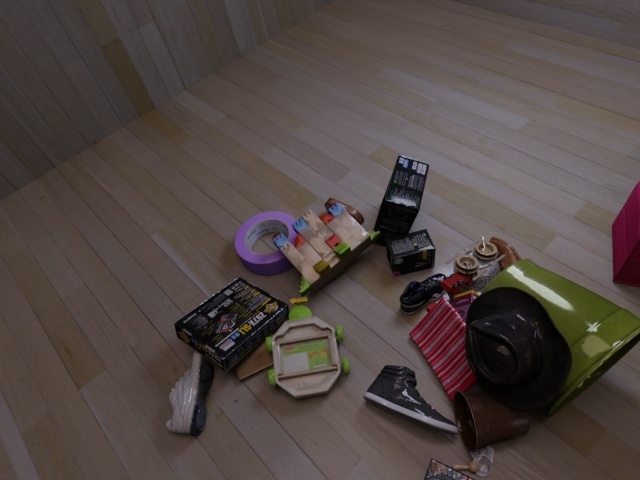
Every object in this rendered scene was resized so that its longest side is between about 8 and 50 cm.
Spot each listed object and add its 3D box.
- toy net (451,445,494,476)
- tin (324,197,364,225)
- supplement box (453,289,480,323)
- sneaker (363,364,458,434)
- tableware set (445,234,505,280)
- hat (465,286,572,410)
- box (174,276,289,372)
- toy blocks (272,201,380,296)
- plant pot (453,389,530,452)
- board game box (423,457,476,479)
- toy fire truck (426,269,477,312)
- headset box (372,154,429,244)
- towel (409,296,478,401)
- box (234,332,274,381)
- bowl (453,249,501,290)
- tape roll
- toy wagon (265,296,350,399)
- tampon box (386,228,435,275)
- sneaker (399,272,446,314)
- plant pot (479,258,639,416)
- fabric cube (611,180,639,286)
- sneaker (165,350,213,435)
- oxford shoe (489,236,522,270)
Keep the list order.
[{"bbox_3d":[0.414,0.664,1.242,0.232,0.045,0.122,-36,54,-17],"label":"toy net"},{"bbox_3d":[0.097,-0.116,1.885,0.190,0.106,0.040,28,62,30],"label":"tin"},{"bbox_3d":[0.499,0.275,1.482,0.081,0.104,0.188,-32,34,46],"label":"supplement box"},{"bbox_3d":[0.292,0.476,1.375,0.296,0.104,0.146,16,62,28],"label":"sneaker"},{"bbox_3d":[0.551,0.053,1.586,0.194,0.039,0.128,-30,46,-27],"label":"tableware set"},{"bbox_3d":[0.474,0.288,1.197,0.134,0.331,0.331,3,43,-32],"label":"hat"},{"bbox_3d":[-0.312,0.286,1.604,0.257,0.079,0.322,25,43,28],"label":"box"},{"bbox_3d":[0.000,0.000,1.717,0.381,0.190,0.261,-39,67,-9],"label":"toy blocks"},{"bbox_3d":[0.491,0.504,1.289,0.165,0.167,0.166,-8,51,-5],"label":"plant pot"},{"bbox_3d":[0.325,0.725,1.166,0.165,0.042,0.243,21,74,19],"label":"board game box"},{"bbox_3d":[0.463,0.181,1.576,0.192,0.135,0.047,-23,43,-25],"label":"toy fire truck"},{"bbox_3d":[0.308,-0.141,1.762,0.131,0.283,0.246,18,57,5],"label":"headset box"},{"bbox_3d":[0.406,0.343,1.424,0.031,0.198,0.274,9,38,-38],"label":"towel"},{"bbox_3d":[-0.243,0.383,1.611,0.165,0.021,0.201,-24,52,-9],"label":"box"},{"bbox_3d":[0.577,0.091,1.643,0.170,0.080,0.170,-6,51,8],"label":"bowl"},{"bbox_3d":[-0.211,0.009,1.860,0.275,0.090,0.274,-6,51,8],"label":"tape roll"},{"bbox_3d":[-0.051,0.359,1.544,0.268,0.068,0.344,-9,55,-2],"label":"toy wagon"},{"bbox_3d":[0.340,0.048,1.697,0.161,0.120,0.101,-14,50,0],"label":"tampon box"},{"bbox_3d":[0.375,0.169,1.593,0.217,0.121,0.079,-36,55,-17],"label":"sneaker"},{"bbox_3d":[0.662,0.248,1.312,0.367,0.366,0.353,-31,53,-13],"label":"plant pot"},{"bbox_3d":[1.152,-0.007,1.491,0.254,0.259,0.258,13,56,19],"label":"fabric cube"},{"bbox_3d":[-0.444,0.498,1.509,0.130,0.111,0.297,-7,50,13],"label":"sneaker"},{"bbox_3d":[0.683,0.070,1.646,0.076,0.076,0.212,-31,53,-3],"label":"oxford shoe"}]
